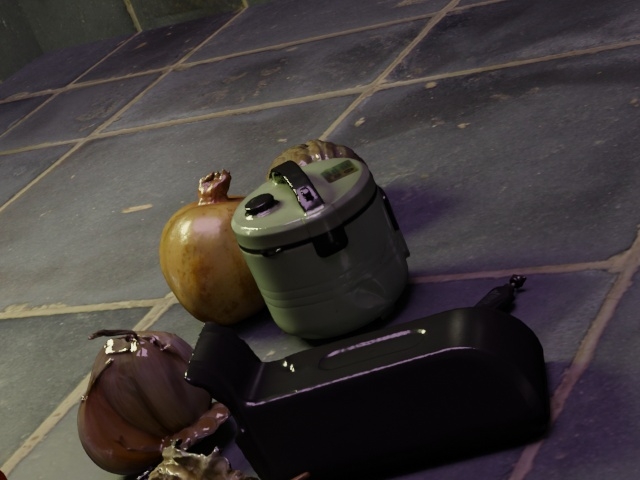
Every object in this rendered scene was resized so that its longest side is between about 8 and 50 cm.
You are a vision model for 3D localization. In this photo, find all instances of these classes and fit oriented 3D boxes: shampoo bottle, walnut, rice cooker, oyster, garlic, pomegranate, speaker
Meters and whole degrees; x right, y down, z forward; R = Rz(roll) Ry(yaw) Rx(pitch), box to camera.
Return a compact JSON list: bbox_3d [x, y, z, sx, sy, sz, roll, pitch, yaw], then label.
[{"bbox_3d":[0.224,0.089,1.863,0.048,0.027,0.137,-8,25,50],"label":"shampoo bottle"},{"bbox_3d":[-0.003,-0.086,2.292,0.178,0.178,0.230,-25,19,-7],"label":"walnut"},{"bbox_3d":[0.000,0.000,1.990,0.226,0.244,0.226,-23,23,10],"label":"rice cooker"},{"bbox_3d":[-0.138,0.286,1.649,0.209,0.133,0.072,10,62,44],"label":"oyster"},{"bbox_3d":[-0.211,0.196,1.818,0.207,0.256,0.207,1,63,-1],"label":"garlic"},{"bbox_3d":[-0.150,0.025,2.139,0.207,0.207,0.207,-19,23,8],"label":"pomegranate"},{"bbox_3d":[0.059,0.158,1.659,0.388,0.184,0.180,-16,23,13],"label":"speaker"}]

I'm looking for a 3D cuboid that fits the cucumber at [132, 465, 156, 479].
[{"bbox_3d":[-0.263,0.340,1.745,0.163,0.043,0.039,-37,69,-25],"label":"cucumber"}]

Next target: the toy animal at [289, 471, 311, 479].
[{"bbox_3d":[-0.034,0.303,1.528,0.179,0.089,0.188,-28,-1,24],"label":"toy animal"}]

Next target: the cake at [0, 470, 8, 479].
[{"bbox_3d":[-0.480,0.365,1.512,0.320,0.269,0.270,-30,21,22],"label":"cake"}]
